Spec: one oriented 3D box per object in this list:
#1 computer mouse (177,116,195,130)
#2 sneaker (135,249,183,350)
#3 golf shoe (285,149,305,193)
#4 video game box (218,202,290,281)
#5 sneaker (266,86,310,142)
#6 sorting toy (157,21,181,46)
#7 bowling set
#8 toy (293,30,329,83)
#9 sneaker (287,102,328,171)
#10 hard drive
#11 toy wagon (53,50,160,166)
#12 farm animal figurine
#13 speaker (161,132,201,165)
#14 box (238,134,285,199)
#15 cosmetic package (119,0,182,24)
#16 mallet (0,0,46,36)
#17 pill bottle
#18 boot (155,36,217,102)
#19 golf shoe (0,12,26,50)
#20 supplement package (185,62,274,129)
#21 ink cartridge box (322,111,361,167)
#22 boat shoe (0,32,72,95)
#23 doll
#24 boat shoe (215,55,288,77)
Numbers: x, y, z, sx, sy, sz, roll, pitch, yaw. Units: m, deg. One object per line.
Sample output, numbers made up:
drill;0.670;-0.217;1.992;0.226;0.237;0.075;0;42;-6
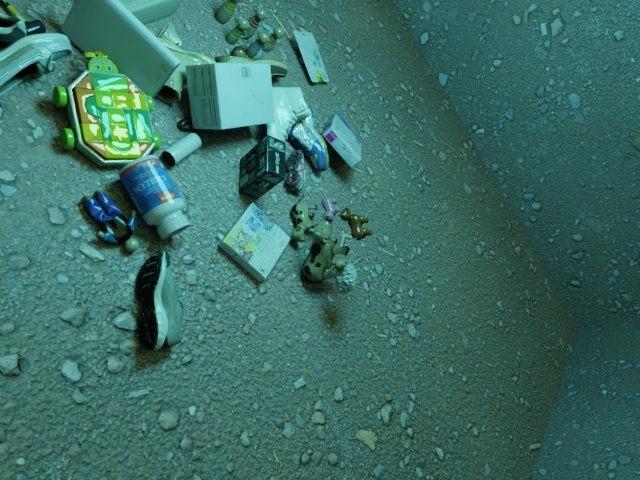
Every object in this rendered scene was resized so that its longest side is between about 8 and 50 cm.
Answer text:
computer mouse;-0.405;-0.447;1.589;0.071;0.041;0.242;47;46;-16
sneaker;-0.427;0.159;1.241;0.108;0.100;0.272;16;62;-53
golf shoe;-0.092;-0.268;1.783;0.086;0.067;0.186;51;37;-51
video game box;-0.216;0.004;1.536;0.187;0.048;0.205;46;45;-18
sneaker;-0.121;-0.454;1.744;0.169;0.108;0.293;-5;80;0
sorting toy;-0.525;-0.704;1.608;0.075;0.044;0.083;38;48;-33
bowling set;-0.271;-0.813;1.813;0.286;0.154;0.200;18;58;-35
toy;-0.053;-0.827;2.093;0.136;0.056;0.237;-25;93;-50
sneaker;-0.070;-0.406;1.855;0.130;0.112;0.297;-22;85;-26
hard drive;-0.592;-0.576;1.361;0.307;0.203;0.040;43;35;-18
toy wagon;-0.611;-0.386;1.319;0.267;0.068;0.345;-10;89;-45
farm animal figurine;0.000;0.000;1.622;0.172;0.330;0.327;3;96;-45
speaker;-0.443;-0.292;1.467;0.055;0.055;0.136;49;45;-13
box;-0.201;-0.249;1.578;0.077;0.180;0.148;17;59;-36
cosmetic package;-0.618;-0.816;1.524;0.160;0.113;0.309;50;44;-12
mallet;-0.863;-0.638;1.269;0.189;0.039;0.062;39;50;-16
pill bottle;-0.466;-0.120;1.310;0.124;0.124;0.222;-33;93;-46
boot;-0.459;-0.548;1.549;0.261;0.095;0.204;16;59;-35
golf shoe;-0.889;-0.554;1.140;0.272;0.120;0.105;-2;73;-42
supplement package;-0.301;-0.495;1.566;0.261;0.145;0.204;-27;120;-51
ink cartridge box;0.099;-0.443;1.987;0.186;0.065;0.311;46;24;-16
boat shoe;-0.782;-0.443;1.192;0.103;0.118;0.320;55;48;-16
doll;-0.558;-0.051;1.248;0.189;0.046;0.129;55;45;-6
boat shoe;-0.260;-0.640;1.785;0.342;0.123;0.123;-20;113;-51
